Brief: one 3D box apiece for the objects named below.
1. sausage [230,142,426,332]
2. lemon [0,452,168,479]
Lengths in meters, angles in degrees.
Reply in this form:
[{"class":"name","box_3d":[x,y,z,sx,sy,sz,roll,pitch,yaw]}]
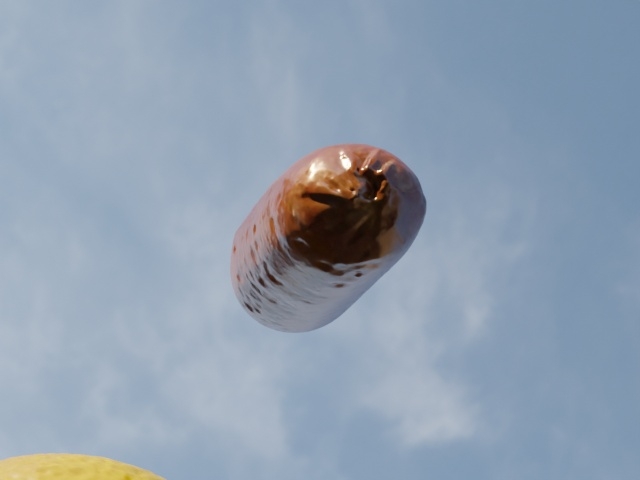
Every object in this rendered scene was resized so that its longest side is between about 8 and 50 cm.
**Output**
[{"class":"sausage","box_3d":[0.000,0.000,0.823,0.076,0.076,0.197,47,-19,1]},{"class":"lemon","box_3d":[-0.133,0.194,0.779,0.187,0.244,0.186,7,-82,55]}]
